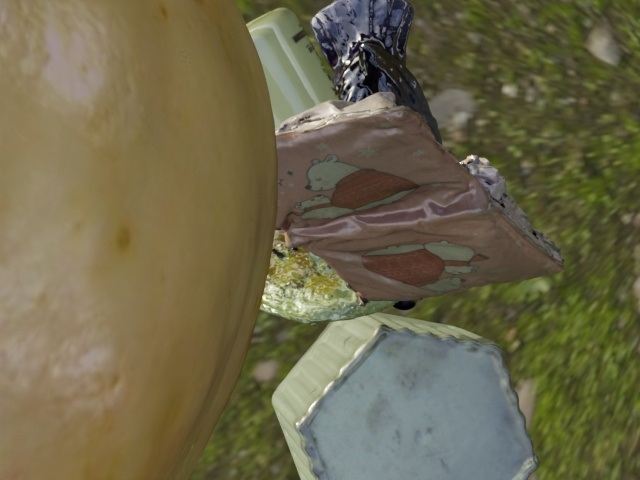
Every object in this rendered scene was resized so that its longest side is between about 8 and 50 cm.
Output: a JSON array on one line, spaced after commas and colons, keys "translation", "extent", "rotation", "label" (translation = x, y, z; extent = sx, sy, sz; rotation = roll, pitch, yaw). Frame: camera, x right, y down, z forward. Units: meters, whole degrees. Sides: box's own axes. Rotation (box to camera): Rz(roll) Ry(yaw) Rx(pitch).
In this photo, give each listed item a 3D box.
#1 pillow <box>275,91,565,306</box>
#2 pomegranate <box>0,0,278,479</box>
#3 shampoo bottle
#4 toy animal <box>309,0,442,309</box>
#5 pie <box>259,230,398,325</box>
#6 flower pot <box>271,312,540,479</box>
[{"translation": [0.039, -0.022, 1.091], "extent": [0.135, 0.248, 0.049], "rotation": [-15, 61, 24], "label": "pillow"}, {"translation": [-0.197, -0.041, 0.681], "extent": [0.412, 0.411, 0.411], "rotation": [1, 94, 13], "label": "pomegranate"}, {"translation": [-0.018, -0.079, 1.351], "extent": [0.079, 0.079, 0.162], "rotation": [-28, 98, 13], "label": "shampoo bottle"}, {"translation": [0.055, -0.079, 1.743], "extent": [0.122, 0.185, 0.298], "rotation": [-1, 130, 5], "label": "toy animal"}, {"translation": [0.000, 0.000, 1.585], "extent": [0.187, 0.187, 0.041], "rotation": [13, 134, 12], "label": "pie"}, {"translation": [0.079, 0.183, 1.849], "extent": [0.239, 0.189, 0.209], "rotation": [12, 91, -10], "label": "flower pot"}]
